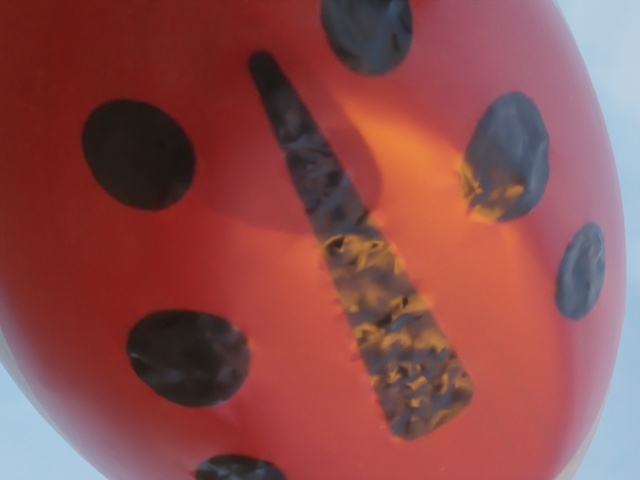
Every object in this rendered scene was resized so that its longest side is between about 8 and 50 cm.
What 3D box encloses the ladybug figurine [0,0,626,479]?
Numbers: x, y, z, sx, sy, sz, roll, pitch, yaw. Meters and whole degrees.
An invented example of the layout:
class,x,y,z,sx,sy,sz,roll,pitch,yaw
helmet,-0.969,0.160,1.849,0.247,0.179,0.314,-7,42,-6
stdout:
class,x,y,z,sx,sy,sz,roll,pitch,yaw
ladybug figurine,0.000,0.000,0.858,0.305,0.449,0.162,-34,-142,-2
